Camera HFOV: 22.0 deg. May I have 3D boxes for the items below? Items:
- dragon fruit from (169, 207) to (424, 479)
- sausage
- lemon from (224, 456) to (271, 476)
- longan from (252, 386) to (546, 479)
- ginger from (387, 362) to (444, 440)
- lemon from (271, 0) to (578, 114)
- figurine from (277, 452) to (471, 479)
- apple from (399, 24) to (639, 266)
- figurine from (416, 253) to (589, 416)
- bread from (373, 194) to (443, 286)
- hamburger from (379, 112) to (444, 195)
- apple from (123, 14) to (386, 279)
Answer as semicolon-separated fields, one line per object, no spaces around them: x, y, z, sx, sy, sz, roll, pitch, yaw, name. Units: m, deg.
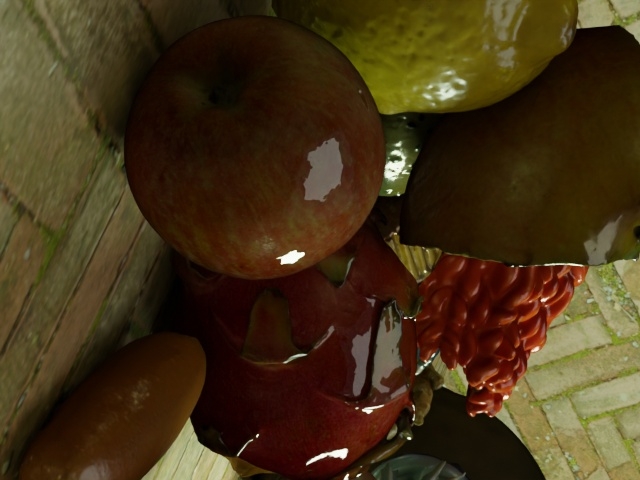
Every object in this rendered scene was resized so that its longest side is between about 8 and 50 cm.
-0.026;0.090;1.484;0.315;0.250;0.250;103;15;-49;dragon fruit
-0.161;0.146;1.319;0.238;0.098;0.098;-45;155;-57;sausage
-0.055;0.154;1.703;0.142;0.142;0.187;65;38;-75;lemon
0.104;0.380;2.160;0.404;0.436;0.404;-24;132;-30;longan
0.060;0.182;2.055;0.052;0.176;0.193;77;-7;-46;ginger
0.081;-0.220;1.292;0.233;0.288;0.233;-36;147;-28;lemon
0.055;0.357;1.750;0.248;0.276;0.388;-25;172;31;figurine
0.178;-0.061;1.416;0.254;0.179;0.346;-37;-171;-7;apple
0.108;0.089;1.920;0.412;0.241;0.306;-33;-162;34;figurine
0.041;-0.037;1.684;0.199;0.199;0.104;-60;148;-35;bread
0.060;-0.163;1.544;0.288;0.168;0.192;92;23;-64;hamburger
-0.049;-0.069;1.193;0.188;0.188;0.174;-64;155;-19;apple
